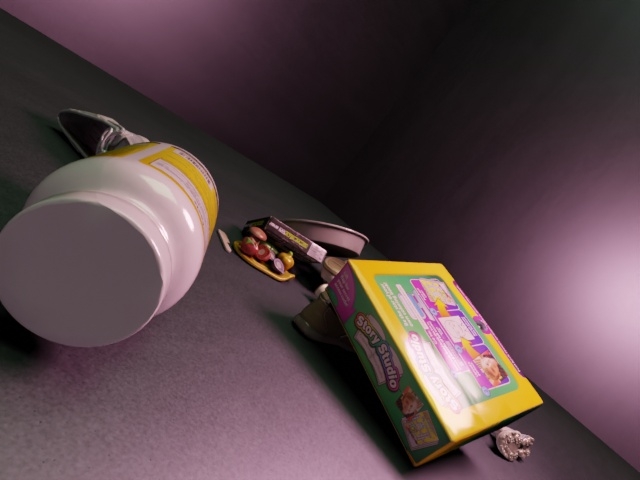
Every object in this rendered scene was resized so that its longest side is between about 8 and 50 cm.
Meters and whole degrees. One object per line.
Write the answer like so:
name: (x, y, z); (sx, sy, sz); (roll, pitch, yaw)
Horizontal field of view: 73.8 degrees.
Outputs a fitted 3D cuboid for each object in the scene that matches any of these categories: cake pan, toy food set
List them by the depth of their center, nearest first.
toy food set: (-0.143, 0.022, 1.071); (0.218, 0.071, 0.128); (33, 10, -26)
cake pan: (0.000, 0.000, 1.312); (0.294, 0.054, 0.293); (10, -10, 2)

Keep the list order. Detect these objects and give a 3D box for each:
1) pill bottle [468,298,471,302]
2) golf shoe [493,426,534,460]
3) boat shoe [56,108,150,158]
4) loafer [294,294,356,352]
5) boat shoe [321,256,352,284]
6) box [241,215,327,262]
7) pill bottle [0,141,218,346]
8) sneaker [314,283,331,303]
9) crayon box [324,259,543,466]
pill bottle: (0.504, 0.280, 1.842); (0.363, 0.210, 0.210); (28, 12, -48)
golf shoe: (0.462, 0.499, 1.067); (0.086, 0.069, 0.176); (17, -12, 47)
boat shoe: (-0.449, -0.196, 0.887); (0.320, 0.118, 0.103); (38, 14, 36)
loafer: (0.049, 0.182, 0.940); (0.094, 0.087, 0.251); (43, 11, 36)
boat shoe: (0.064, 0.119, 1.278); (0.113, 0.103, 0.302); (37, 8, 19)
box: (-0.104, 0.003, 1.186); (0.191, 0.045, 0.184); (33, -15, -23)
pill bottle: (-0.233, -0.016, 0.526); (0.188, 0.188, 0.334); (35, 9, -16)
sneaker: (0.065, 0.180, 1.128); (0.192, 0.064, 0.086); (28, 20, -45)
crayon box: (0.220, 0.209, 0.853); (0.313, 0.106, 0.362); (4, 45, -39)
